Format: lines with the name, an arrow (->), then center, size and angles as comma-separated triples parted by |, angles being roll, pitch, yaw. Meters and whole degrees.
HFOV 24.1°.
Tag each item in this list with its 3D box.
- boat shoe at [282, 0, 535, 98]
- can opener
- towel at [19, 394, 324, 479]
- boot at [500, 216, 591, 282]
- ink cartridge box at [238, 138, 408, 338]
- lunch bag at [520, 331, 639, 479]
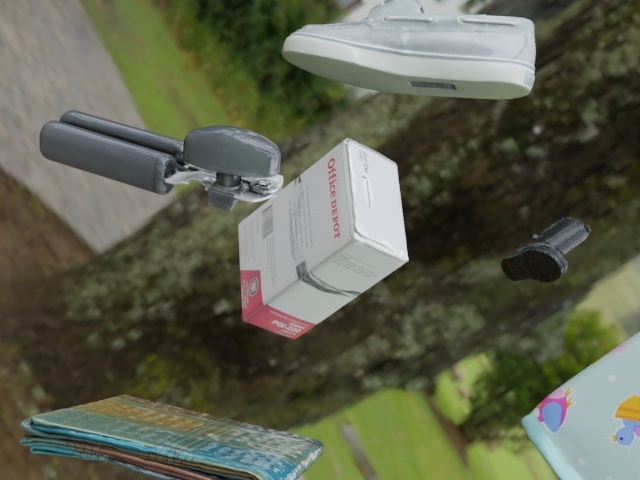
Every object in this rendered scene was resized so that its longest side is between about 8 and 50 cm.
boat shoe -> 0.081, -0.179, 1.346 | 0.079, 0.227, 0.081 | 54, 44, -75
can opener -> -0.168, -0.103, 1.603 | 0.076, 0.283, 0.095 | -42, 144, -55
towel -> -0.147, 0.226, 1.659 | 0.271, 0.040, 0.370 | 13, 0, 8
boot -> 0.278, 0.009, 1.766 | 0.045, 0.099, 0.121 | 62, -24, -8
ink cartridge box -> 0.000, 0.000, 1.861 | 0.092, 0.218, 0.158 | 23, 46, -33
lunch bag -> 0.289, 0.166, 0.946 | 0.262, 0.223, 0.160 | 57, 2, 26
